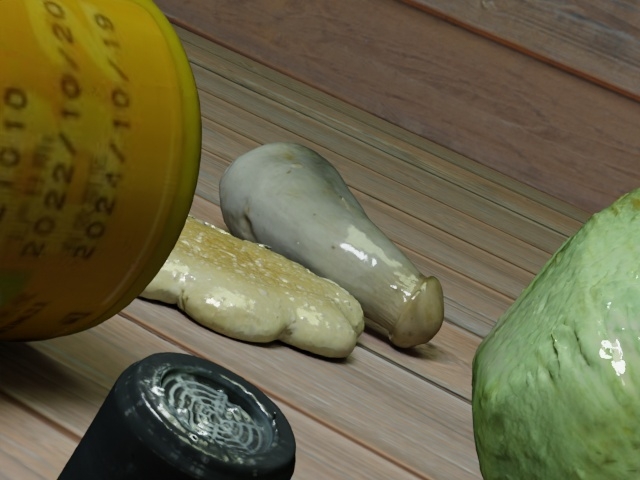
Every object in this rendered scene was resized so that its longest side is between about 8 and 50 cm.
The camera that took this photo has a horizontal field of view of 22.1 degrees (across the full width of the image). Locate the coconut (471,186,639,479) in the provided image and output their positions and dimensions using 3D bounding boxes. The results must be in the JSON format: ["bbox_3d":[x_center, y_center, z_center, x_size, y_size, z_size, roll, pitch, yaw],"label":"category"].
[{"bbox_3d":[0.235,0.096,0.876,0.328,0.281,0.328,-22,4,2],"label":"coconut"}]

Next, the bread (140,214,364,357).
[{"bbox_3d":[-0.085,0.023,1.228,0.250,0.039,0.182,24,10,8],"label":"bread"}]

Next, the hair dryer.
[{"bbox_3d":[-0.027,0.151,0.549,0.071,0.124,0.219,7,34,-46],"label":"hair dryer"}]

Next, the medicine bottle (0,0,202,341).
[{"bbox_3d":[-0.254,-0.064,0.807,0.224,0.224,0.384,29,11,32],"label":"medicine bottle"}]

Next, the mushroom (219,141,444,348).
[{"bbox_3d":[0.000,0.000,1.372,0.118,0.103,0.270,24,14,-39],"label":"mushroom"}]
